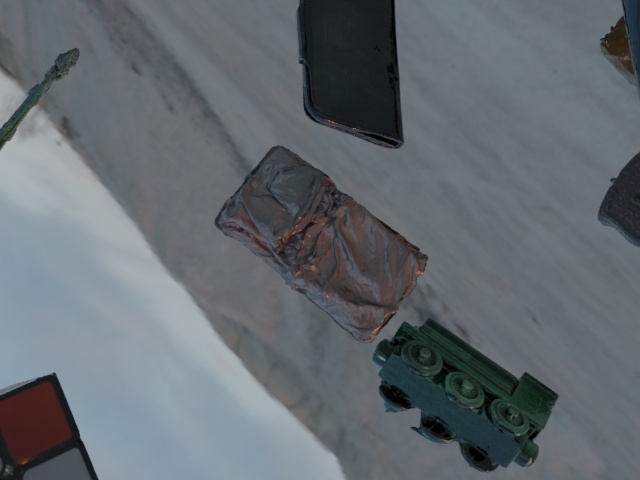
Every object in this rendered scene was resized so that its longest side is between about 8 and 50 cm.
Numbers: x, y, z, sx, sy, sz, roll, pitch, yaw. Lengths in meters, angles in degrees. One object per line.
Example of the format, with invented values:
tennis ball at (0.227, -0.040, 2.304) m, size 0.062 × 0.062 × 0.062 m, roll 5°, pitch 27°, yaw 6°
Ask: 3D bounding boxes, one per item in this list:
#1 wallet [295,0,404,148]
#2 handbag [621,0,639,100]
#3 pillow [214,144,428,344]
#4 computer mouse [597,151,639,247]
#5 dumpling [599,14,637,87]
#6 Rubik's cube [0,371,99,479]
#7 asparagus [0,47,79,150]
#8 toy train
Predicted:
wallet at (0.043, -0.286, 1.524) m, size 0.172 × 0.045 × 0.318 m, roll 13°, pitch -124°, yaw -24°
handbag at (0.459, -0.208, 1.109) m, size 0.088 × 0.244 × 0.275 m, roll -132°, pitch 27°, yaw -73°
pillow at (0.000, 0.000, 1.200) m, size 0.248 × 0.135 × 0.049 m, roll 39°, pitch 173°, yaw 11°
computer mouse at (0.510, -0.052, 1.517) m, size 0.088 × 0.147 × 0.264 m, roll 31°, pitch -169°, yaw -19°
dumpling at (0.560, -0.228, 1.467) m, size 0.332 × 0.166 × 0.086 m, roll 43°, pitch -174°, yaw -10°
Rubik's cube at (-0.379, 0.267, 1.175) m, size 0.183 × 0.180 × 0.167 m, roll -19°, pitch 93°, yaw 60°
asparagus at (-0.325, -0.138, 1.097) m, size 0.022 × 0.233 × 0.023 m, roll 22°, pitch -138°, yaw -39°
toy train at (0.128, 0.136, 0.919) m, size 0.170 × 0.071 × 0.111 m, roll 35°, pitch -149°, yaw 9°
